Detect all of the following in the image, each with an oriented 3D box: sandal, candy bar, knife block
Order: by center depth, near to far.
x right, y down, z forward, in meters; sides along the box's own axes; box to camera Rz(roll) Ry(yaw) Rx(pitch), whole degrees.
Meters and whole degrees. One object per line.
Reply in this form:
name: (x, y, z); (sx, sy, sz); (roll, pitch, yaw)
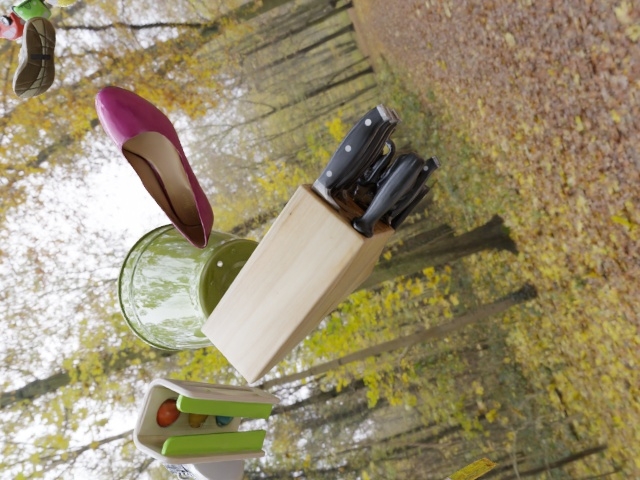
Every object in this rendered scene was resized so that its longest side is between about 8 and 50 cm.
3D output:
knife block: (0.000, 0.000, 0.509); (0.088, 0.276, 0.242); (43, 157, 16)
candy bar: (0.273, 0.467, 0.968); (0.018, 0.161, 0.040); (70, 163, -4)
sandal: (-0.567, -0.363, 0.980); (0.072, 0.180, 0.049); (-13, -126, -46)

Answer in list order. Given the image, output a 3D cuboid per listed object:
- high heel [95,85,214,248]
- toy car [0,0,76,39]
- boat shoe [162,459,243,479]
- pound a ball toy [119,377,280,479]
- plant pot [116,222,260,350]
high heel: (-0.331, -0.143, 1.041); (0.377, 0.127, 0.181); (56, -172, -53)
toy car: (-0.601, -0.485, 1.045); (0.053, 0.239, 0.225); (56, 175, -35)
boat shoe: (-0.307, 0.546, 1.243); (0.340, 0.127, 0.158); (27, 119, 45)
pound a ball toy: (-0.241, 0.377, 0.944); (0.319, 0.136, 0.208); (29, -107, -53)
plant pot: (-0.284, 0.124, 1.290); (0.366, 0.353, 0.366); (3, -94, -40)
